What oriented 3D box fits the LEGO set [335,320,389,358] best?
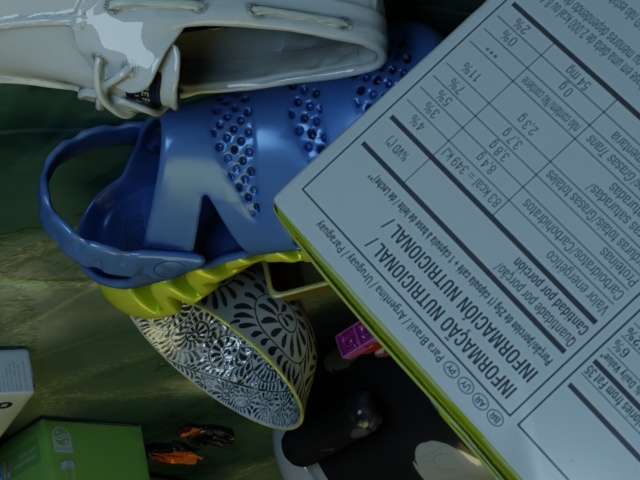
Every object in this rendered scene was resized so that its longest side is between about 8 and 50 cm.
[{"bbox_3d":[0.114,0.003,1.254,0.227,0.087,0.093,-35,151,29],"label":"LEGO set"}]

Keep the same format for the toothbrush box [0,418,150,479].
[{"bbox_3d":[-0.250,0.336,1.563,0.122,0.283,0.206,11,146,-42],"label":"toothbrush box"}]

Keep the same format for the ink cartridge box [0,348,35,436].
[{"bbox_3d":[-0.377,0.154,1.391,0.224,0.045,0.223,1,153,-27],"label":"ink cartridge box"}]

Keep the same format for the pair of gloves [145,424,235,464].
[{"bbox_3d":[-0.131,0.204,1.664,0.083,0.010,0.074,-32,148,32],"label":"pair of gloves"}]

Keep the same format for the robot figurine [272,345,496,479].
[{"bbox_3d":[0.083,0.148,1.453,0.209,0.173,0.278,37,131,-27],"label":"robot figurine"}]

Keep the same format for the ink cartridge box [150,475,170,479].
[{"bbox_3d":[-0.169,0.407,1.908,0.279,0.160,0.385,-25,153,26],"label":"ink cartridge box"}]

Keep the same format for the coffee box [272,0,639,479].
[{"bbox_3d":[0.240,0.034,0.932,0.334,0.338,0.337,-43,151,1],"label":"coffee box"}]

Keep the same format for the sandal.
[{"bbox_3d":[-0.053,-0.044,1.026,0.317,0.126,0.138,-27,148,28],"label":"sandal"}]

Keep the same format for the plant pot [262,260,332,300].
[{"bbox_3d":[0.000,0.000,1.199,0.081,0.081,0.083,-14,168,4],"label":"plant pot"}]

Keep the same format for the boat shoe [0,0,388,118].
[{"bbox_3d":[-0.094,-0.109,0.895,0.267,0.088,0.096,-7,156,-13],"label":"boat shoe"}]

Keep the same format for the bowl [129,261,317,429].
[{"bbox_3d":[-0.061,0.060,1.261,0.080,0.170,0.170,-52,169,-23],"label":"bowl"}]
